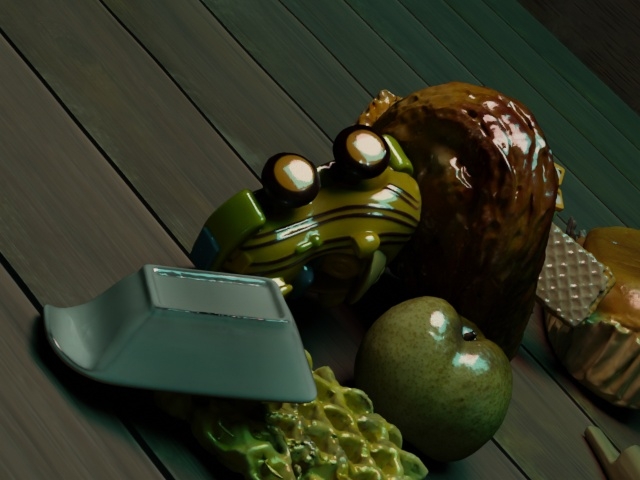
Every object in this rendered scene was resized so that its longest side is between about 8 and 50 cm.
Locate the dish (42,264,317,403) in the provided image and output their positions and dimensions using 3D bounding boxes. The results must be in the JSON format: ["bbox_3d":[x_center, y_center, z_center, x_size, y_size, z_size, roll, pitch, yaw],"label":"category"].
[{"bbox_3d":[-0.119,0.070,1.411,0.234,0.064,0.154,6,22,-15],"label":"dish"}]

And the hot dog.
[{"bbox_3d":[0.150,-0.002,1.837,0.174,0.387,0.267,-21,59,-14],"label":"hot dog"}]

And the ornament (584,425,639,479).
[{"bbox_3d":[0.398,0.297,1.924,0.230,0.061,0.245,25,21,-29],"label":"ornament"}]

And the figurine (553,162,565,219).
[{"bbox_3d":[0.228,-0.088,2.359,0.262,0.154,0.180,15,19,-27],"label":"figurine"}]

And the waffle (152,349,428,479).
[{"bbox_3d":[-0.023,0.169,1.484,0.261,0.056,0.250,39,20,14],"label":"waffle"}]

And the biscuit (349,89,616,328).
[{"bbox_3d":[0.198,-0.038,2.029,0.378,0.094,0.054,40,-4,-7],"label":"biscuit"}]

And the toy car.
[{"bbox_3d":[0.000,0.000,1.660,0.248,0.200,0.142,-23,73,-24],"label":"toy car"}]

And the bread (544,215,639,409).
[{"bbox_3d":[0.435,0.093,2.248,0.236,0.183,0.388,33,21,-7],"label":"bread"}]

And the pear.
[{"bbox_3d":[0.117,0.138,1.672,0.167,0.136,0.167,39,6,-5],"label":"pear"}]
